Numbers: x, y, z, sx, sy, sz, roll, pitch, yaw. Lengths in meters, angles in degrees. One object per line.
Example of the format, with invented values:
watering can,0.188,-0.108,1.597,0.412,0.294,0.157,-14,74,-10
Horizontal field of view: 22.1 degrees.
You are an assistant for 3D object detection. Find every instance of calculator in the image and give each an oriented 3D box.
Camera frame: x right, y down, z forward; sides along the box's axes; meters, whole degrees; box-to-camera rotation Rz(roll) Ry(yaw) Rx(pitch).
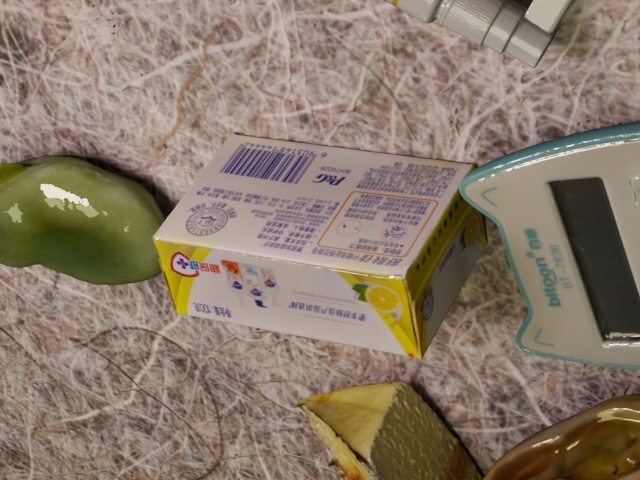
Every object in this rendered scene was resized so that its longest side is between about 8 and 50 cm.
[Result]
calculator,0.323,0.006,1.381,0.386,0.054,0.256,-2,126,33

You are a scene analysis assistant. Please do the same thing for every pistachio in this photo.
pistachio,0.261,0.260,1.575,0.197,0.166,0.288,29,139,-29

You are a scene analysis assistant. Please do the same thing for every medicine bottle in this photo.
medicine bottle,0.094,-0.221,1.324,0.220,0.061,0.092,31,119,5

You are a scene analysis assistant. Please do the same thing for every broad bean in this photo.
broad bean,-0.260,-0.024,1.712,0.228,0.100,0.169,17,144,3

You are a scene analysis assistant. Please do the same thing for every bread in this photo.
bread,0.065,0.277,1.733,0.178,0.135,0.240,-13,122,40

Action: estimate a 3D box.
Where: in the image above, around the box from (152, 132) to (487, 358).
box,0.000,0.000,1.505,0.265,0.168,0.097,7,134,26
